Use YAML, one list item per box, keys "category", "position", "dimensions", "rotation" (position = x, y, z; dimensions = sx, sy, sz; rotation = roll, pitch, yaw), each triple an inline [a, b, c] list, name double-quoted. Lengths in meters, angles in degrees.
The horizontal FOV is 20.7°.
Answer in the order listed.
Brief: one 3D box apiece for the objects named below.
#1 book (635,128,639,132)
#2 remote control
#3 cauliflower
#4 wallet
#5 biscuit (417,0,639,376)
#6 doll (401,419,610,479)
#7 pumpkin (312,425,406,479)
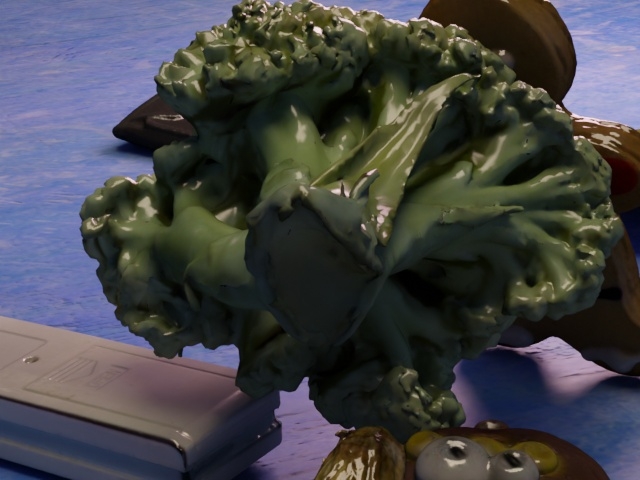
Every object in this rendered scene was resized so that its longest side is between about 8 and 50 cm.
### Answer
- category: "book"
  position: [0.364, -0.080, 1.530]
  dimensions: [0.352, 0.035, 0.239]
  rotation: [-9, 9, -17]
- category: "remote control"
  position: [-0.167, 0.106, 1.135]
  dimensions: [0.277, 0.056, 0.103]
  rotation: [10, 24, 31]
- category: "cauliflower"
  position: [0.008, 0.007, 1.028]
  dimensions: [0.327, 0.260, 0.281]
  rotation: [-7, 34, 18]
- category: "wallet"
  position: [-0.063, -0.113, 1.711]
  dimensions: [0.245, 0.052, 0.168]
  rotation: [14, 30, 31]
- category: "biscuit"
  position: [0.130, -0.036, 1.153]
  dimensions: [0.196, 0.302, 0.049]
  rotation: [6, 39, 32]
- category: "doll"
  position: [0.095, 0.161, 0.920]
  dimensions: [0.145, 0.096, 0.188]
  rotation: [-15, 33, -11]
- category: "pumpkin"
  position: [-0.034, 0.154, 0.799]
  dimensions: [0.248, 0.126, 0.131]
  rotation: [-32, 12, -32]
